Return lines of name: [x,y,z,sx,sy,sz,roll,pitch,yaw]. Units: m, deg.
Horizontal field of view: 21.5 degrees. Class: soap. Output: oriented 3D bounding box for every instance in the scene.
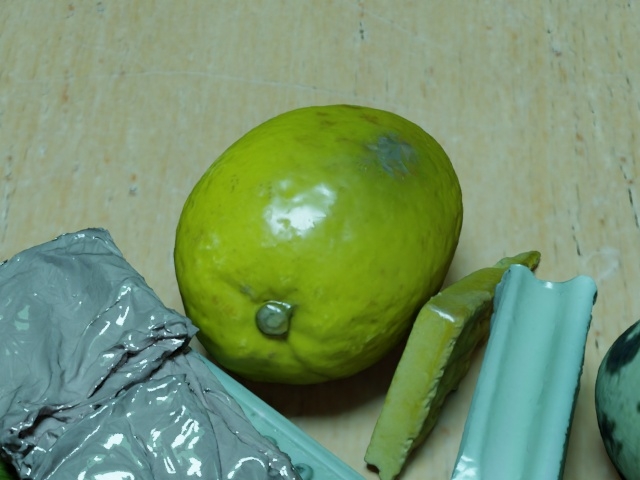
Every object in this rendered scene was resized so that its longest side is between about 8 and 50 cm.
soap: [0.111,0.122,0.965,0.063,0.115,0.198,10,45,10]

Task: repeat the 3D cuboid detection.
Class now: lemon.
lemon: [0.000,0.000,1.050,0.170,0.170,0.207,19,36,17]

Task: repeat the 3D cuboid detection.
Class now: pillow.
pillow: [-0.126,0.084,0.955,0.135,0.049,0.248,-27,48,-18]

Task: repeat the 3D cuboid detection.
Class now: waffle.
waffle: [0.090,0.075,1.084,0.032,0.125,0.191,23,16,18]

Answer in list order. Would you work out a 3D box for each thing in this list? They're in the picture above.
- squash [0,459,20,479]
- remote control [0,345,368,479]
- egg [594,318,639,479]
squash: [-0.265,0.182,0.934,0.219,0.068,0.077,-29,53,-24]
remote control: [-0.099,0.126,0.993,0.335,0.066,0.128,34,57,29]
egg: [0.256,0.108,0.938,0.228,0.177,0.177,24,49,39]
